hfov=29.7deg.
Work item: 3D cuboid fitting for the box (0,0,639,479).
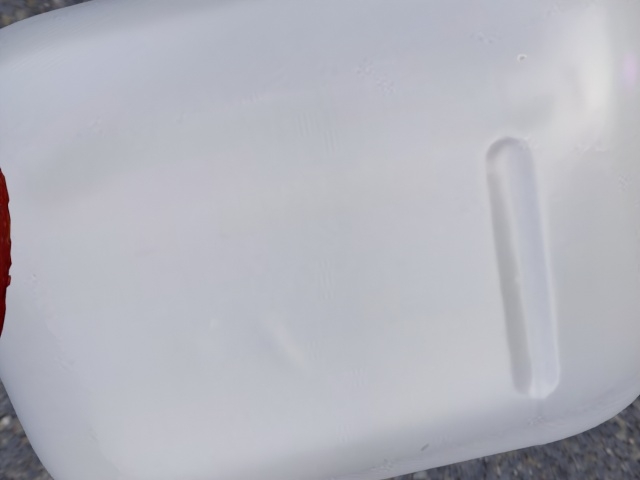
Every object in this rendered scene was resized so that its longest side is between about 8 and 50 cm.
[{"bbox_3d":[0.000,-0.001,0.606,0.349,0.141,0.288,-13,121,1],"label":"box"}]

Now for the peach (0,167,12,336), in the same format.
[{"bbox_3d":[-0.145,0.032,0.347,0.092,0.127,0.172,36,91,6],"label":"peach"}]
